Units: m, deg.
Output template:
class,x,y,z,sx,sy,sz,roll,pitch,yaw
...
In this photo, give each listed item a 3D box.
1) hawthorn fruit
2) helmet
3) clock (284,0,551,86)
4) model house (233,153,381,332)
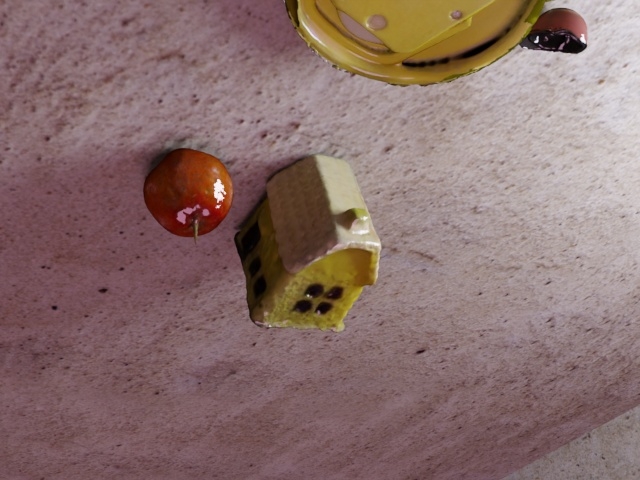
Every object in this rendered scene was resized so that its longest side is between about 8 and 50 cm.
class,x,y,z,sx,sy,sz,roll,pitch,yaw
hawthorn fruit,-0.180,-0.057,0.912,0.125,0.140,0.125,-18,176,-1
helmet,0.299,-0.271,0.829,0.084,0.049,0.065,11,179,12
clock,0.103,-0.284,0.704,0.293,0.071,0.277,-17,144,39
model house,0.000,0.000,0.978,0.174,0.193,0.234,15,132,-31
